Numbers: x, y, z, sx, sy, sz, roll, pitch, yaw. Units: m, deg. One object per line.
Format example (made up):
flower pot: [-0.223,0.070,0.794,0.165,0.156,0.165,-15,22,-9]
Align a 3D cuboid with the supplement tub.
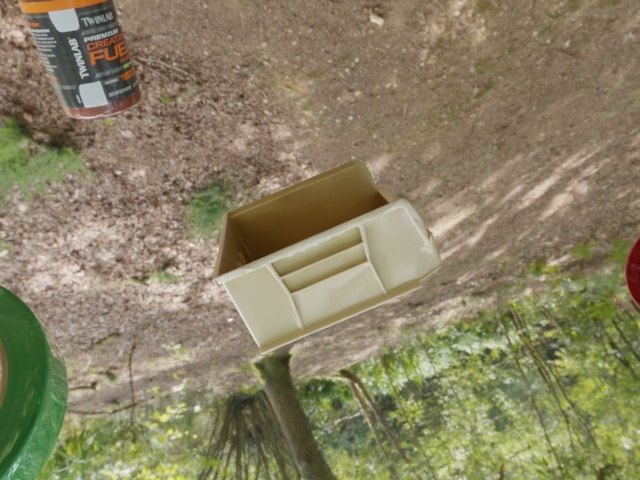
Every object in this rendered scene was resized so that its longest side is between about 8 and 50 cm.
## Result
supplement tub: [-0.304,-0.261,0.602,0.106,0.106,0.198,-18,127,-14]

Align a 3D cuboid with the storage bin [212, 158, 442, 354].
storage bin: [0.000,0.000,0.689,0.260,0.123,0.262,-23,-159,1]

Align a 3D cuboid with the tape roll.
tape roll: [-0.464,0.191,0.534,0.321,0.321,0.077,-16,149,-18]

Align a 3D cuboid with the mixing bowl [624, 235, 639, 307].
mixing bowl: [0.566,0.055,0.705,0.098,0.181,0.181,24,131,-34]
